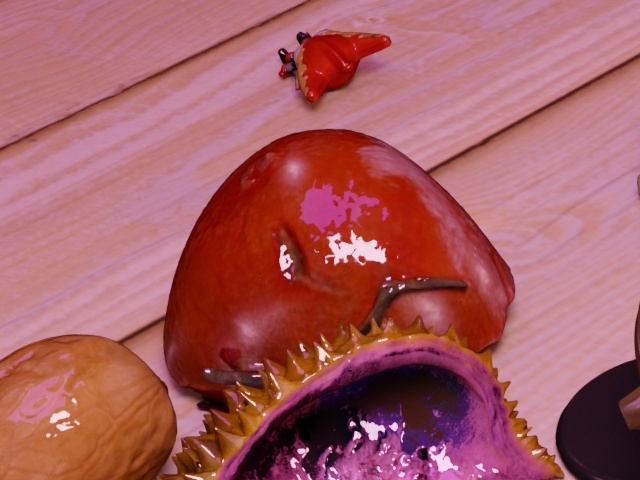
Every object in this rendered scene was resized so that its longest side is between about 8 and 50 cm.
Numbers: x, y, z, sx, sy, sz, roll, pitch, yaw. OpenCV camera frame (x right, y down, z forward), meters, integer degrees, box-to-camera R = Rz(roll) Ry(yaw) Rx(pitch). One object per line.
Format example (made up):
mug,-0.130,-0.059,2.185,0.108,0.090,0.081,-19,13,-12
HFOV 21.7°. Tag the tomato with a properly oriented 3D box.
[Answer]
tomato,-0.001,-0.003,1.328,0.309,0.170,0.309,-11,29,6

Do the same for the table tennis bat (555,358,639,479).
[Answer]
table tennis bat,0.274,0.119,1.122,0.236,0.027,0.150,-5,31,21

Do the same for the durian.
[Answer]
durian,-0.009,0.143,1.141,0.260,0.154,0.186,-22,3,-29

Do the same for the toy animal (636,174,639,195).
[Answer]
toy animal,0.363,-0.085,1.406,0.181,0.073,0.136,6,27,41

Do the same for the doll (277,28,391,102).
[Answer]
doll,0.003,-0.194,1.805,0.109,0.057,0.169,-38,18,-9

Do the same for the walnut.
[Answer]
walnut,-0.190,0.141,1.199,0.180,0.144,0.144,-27,30,-12

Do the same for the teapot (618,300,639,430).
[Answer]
teapot,0.281,0.061,1.035,0.267,0.185,0.175,-19,-2,-45
